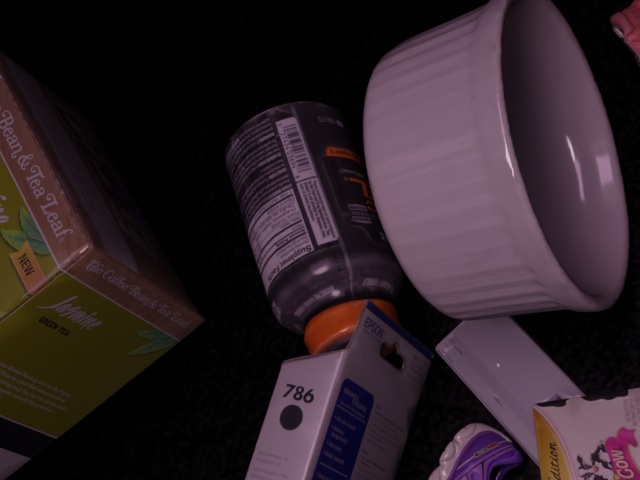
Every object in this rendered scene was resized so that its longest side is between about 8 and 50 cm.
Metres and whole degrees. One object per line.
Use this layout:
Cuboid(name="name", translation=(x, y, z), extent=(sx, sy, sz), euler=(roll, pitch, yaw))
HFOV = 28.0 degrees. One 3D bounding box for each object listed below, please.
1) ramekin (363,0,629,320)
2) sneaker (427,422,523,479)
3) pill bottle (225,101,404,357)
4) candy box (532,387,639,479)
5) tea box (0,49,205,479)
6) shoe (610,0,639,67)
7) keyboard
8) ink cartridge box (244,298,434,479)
Cuboid(name="ramekin", translation=(0.150, -0.063, 1.089), extent=(0.135, 0.277, 0.277), euler=(-15, 62, 29))
Cuboid(name="sneaker", translation=(0.114, 0.237, 1.091), extent=(0.071, 0.068, 0.170), euler=(27, 81, 27))
Cuboid(name="pill bottle", translation=(0.000, 0.000, 1.213), extent=(0.130, 0.130, 0.245), euler=(-27, 59, 13))
Cuboid(name="candy box", translation=(0.294, 0.193, 1.008), extent=(0.233, 0.071, 0.159), euler=(-12, 63, 17))
Cuboid(name="tea box", translation=(-0.354, 0.027, 1.320), extent=(0.323, 0.220, 0.329), euler=(-39, 57, 5))
Cuboid(name="shoe", translation=(0.337, -0.168, 1.165), extent=(0.081, 0.063, 0.178), euler=(-36, 52, 9))
Cuboid(name="keyboard", translation=(0.201, 0.155, 1.117), extent=(0.072, 0.014, 0.256), euler=(-40, 57, -1))
Cuboid(name="ink cartridge box", translation=(-0.003, 0.223, 1.095), extent=(0.065, 0.165, 0.332), euler=(11, 73, 31))
